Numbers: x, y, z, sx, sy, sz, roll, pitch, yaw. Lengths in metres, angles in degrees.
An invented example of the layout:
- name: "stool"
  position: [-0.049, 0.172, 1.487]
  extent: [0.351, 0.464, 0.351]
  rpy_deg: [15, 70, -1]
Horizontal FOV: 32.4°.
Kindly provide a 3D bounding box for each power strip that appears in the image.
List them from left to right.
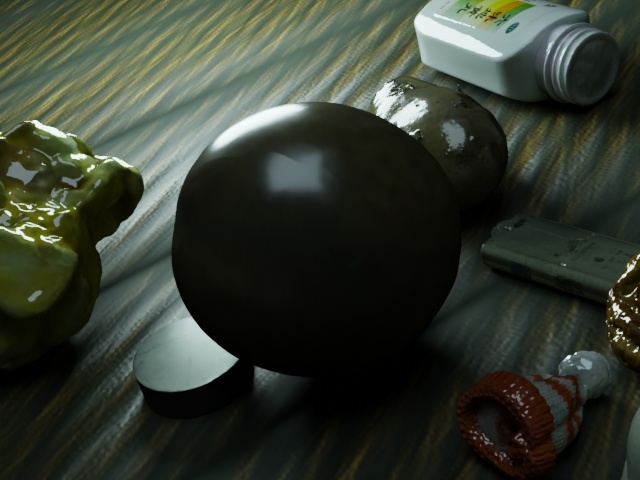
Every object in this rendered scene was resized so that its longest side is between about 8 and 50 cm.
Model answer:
- name: "power strip"
  position: [0.311, 0.028, 1.263]
  extent: [0.268, 0.034, 0.092]
  rpy_deg: [19, 45, 41]

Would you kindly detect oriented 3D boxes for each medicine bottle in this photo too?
- name: "medicine bottle"
  position: [0.301, -0.299, 1.679]
  extent: [0.179, 0.124, 0.324]
  rpy_deg: [-29, 37, -21]

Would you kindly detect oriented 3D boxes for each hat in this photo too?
- name: "hat"
  position: [0.223, 0.159, 1.077]
  extent: [0.162, 0.093, 0.112]
  rpy_deg: [-16, 38, -37]

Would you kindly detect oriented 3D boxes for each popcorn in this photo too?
- name: "popcorn"
  position: [-0.404, 0.012, 1.408]
  extent: [0.292, 0.293, 0.334]
  rpy_deg: [18, 64, -15]

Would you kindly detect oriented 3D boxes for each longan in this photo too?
- name: "longan"
  position: [0.000, 0.000, 1.186]
  extent: [0.319, 0.319, 0.319]
  rpy_deg: [-10, 33, 7]

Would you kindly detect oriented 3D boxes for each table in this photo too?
- name: "table"
  position: [-0.145, 0.143, 1.263]
  extent: [0.133, 0.043, 0.133]
  rpy_deg: [-10, 33, 7]

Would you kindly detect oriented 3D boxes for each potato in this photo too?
- name: "potato"
  position: [0.149, -0.130, 1.460]
  extent: [0.165, 0.165, 0.262]
  rpy_deg: [-16, 29, -3]

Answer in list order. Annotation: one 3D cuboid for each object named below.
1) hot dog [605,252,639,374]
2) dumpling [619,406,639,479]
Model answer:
- name: "hot dog"
  position: [0.393, 0.079, 1.087]
  extent: [0.227, 0.099, 0.160]
  rpy_deg: [6, 66, 26]
- name: "dumpling"
  position: [0.313, 0.190, 0.958]
  extent: [0.229, 0.124, 0.151]
  rpy_deg: [-48, 7, -29]
